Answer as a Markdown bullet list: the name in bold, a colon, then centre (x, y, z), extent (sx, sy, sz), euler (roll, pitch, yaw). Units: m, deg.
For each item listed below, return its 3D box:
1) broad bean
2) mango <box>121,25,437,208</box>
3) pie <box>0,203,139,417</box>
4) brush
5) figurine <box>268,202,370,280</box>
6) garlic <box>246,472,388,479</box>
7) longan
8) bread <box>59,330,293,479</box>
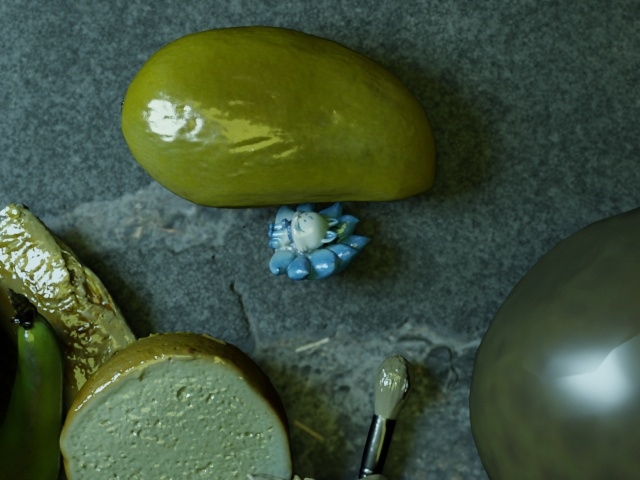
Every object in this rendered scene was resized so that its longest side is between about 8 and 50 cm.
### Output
- **broad bean**: centre (-0.305, 0.188, 0.961), extent (0.075, 0.067, 0.325), euler (1, 109, -28)
- **mango**: centre (-0.045, -0.131, 0.972), extent (0.332, 0.142, 0.195), euler (-2, 82, -3)
- **pie**: centre (-0.273, 0.095, 0.997), extent (0.129, 0.068, 0.282), euler (-38, 87, 6)
- **brush**: centre (0.050, 0.266, 0.968), extent (0.042, 0.039, 0.299), euler (13, 86, 5)
- **figurine**: centre (0.000, 0.000, 0.978), extent (0.114, 0.114, 0.079), euler (-7, 128, 6)
- **garlic**: centre (0.022, 0.386, 0.870), extent (0.249, 0.286, 0.313), euler (7, 90, 44)
- **longan**: centre (0.336, 0.151, 0.813), extent (0.405, 0.336, 0.404), euler (10, 121, 16)
- **bread**: centre (-0.144, 0.206, 0.948), extent (0.236, 0.070, 0.236), euler (-1, 101, -6)
